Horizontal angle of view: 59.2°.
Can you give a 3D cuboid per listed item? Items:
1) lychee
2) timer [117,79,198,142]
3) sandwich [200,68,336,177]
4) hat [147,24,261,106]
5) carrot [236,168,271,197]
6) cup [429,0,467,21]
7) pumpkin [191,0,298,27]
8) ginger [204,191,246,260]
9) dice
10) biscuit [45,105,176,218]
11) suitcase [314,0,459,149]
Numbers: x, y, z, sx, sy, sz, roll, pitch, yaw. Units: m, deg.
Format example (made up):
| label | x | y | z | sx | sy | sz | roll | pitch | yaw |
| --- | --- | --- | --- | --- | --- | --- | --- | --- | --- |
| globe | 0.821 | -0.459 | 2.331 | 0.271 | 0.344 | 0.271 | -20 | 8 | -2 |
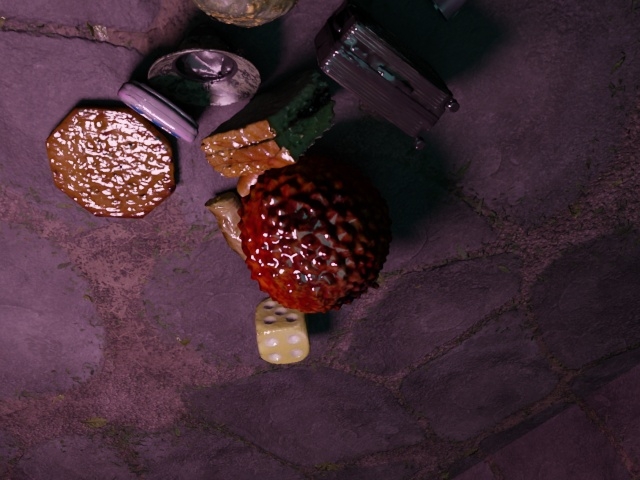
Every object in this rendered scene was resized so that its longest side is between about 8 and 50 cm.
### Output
| label | x | y | z | sx | sy | sz | roll | pitch | yaw |
| --- | --- | --- | --- | --- | --- | --- | --- | --- | --- |
| lychee | 0.000 | 0.000 | 1.536 | 0.424 | 0.425 | 0.500 | -31 | 124 | 17 |
| timer | -0.402 | -0.323 | 1.405 | 0.208 | 0.190 | 0.069 | 33 | 88 | -26 |
| sandwich | -0.103 | -0.298 | 1.386 | 0.262 | 0.325 | 0.131 | -5 | 124 | 42 |
| hat | -0.275 | -0.436 | 1.353 | 0.265 | 0.128 | 0.265 | -1 | 167 | 0 |
| carrot | -0.163 | -0.197 | 1.577 | 0.087 | 0.087 | 0.193 | 29 | 120 | -23 |
| cup | 0.315 | -0.579 | 1.356 | 0.077 | 0.078 | 0.100 | -39 | 154 | 16 |
| pumpkin | -0.176 | -0.601 | 1.156 | 0.257 | 0.291 | 0.328 | -21 | 116 | 47 |
| ginger | -0.238 | -0.028 | 1.675 | 0.109 | 0.116 | 0.263 | -34 | 119 | -2 |
| dice | -0.125 | 0.297 | 1.887 | 0.169 | 0.169 | 0.166 | -7 | 126 | -1 |
| biscuit | -0.570 | -0.209 | 1.552 | 0.359 | 0.046 | 0.359 | -1 | 126 | -1 |
| suitcase | 0.150 | -0.406 | 1.362 | 0.335 | 0.230 | 0.152 | 30 | 118 | -24 |
